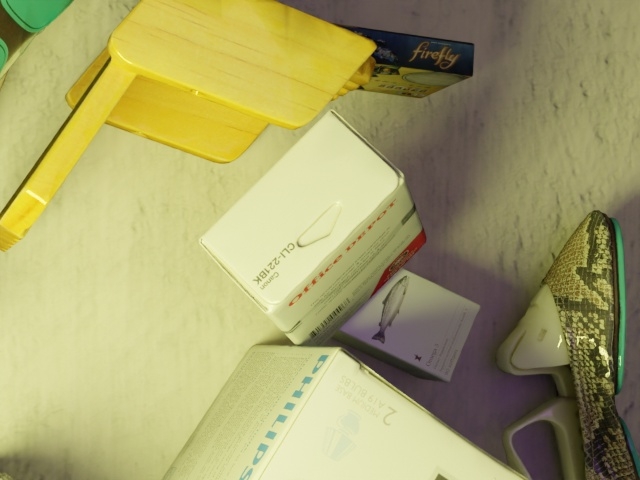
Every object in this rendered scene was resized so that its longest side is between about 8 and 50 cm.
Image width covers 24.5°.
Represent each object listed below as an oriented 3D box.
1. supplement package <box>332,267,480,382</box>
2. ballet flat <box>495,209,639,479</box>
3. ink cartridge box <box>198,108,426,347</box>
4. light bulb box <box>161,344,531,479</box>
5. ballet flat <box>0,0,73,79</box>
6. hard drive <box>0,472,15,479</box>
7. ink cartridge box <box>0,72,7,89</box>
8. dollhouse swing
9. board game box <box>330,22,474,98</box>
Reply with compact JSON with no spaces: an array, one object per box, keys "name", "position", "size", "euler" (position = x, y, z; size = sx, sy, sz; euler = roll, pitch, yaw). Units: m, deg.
[{"name":"supplement package","position":[0.082,0.089,1.785],"size":[0.179,0.105,0.105],"euler":[25,82,-14]},{"name":"ballet flat","position":[0.312,0.210,1.835],"size":[0.182,0.164,0.483],"euler":[-8,91,-2]},{"name":"ink cartridge box","position":[0.000,0.000,1.588],"size":[0.197,0.273,0.114],"euler":[-45,75,-4]},{"name":"light bulb box","position":[0.049,0.298,1.628],"size":[0.358,0.361,0.225],"euler":[35,77,-13]},{"name":"ballet flat","position":[-0.372,-0.244,1.568],"size":[0.147,0.147,0.409],"euler":[36,76,-12]},{"name":"hard drive","position":[-0.246,0.370,1.596],"size":[0.339,0.237,0.064],"euler":[42,75,-10]},{"name":"ink cartridge box","position":[-0.441,-0.223,1.653],"size":[0.193,0.088,0.235],"euler":[22,81,-16]},{"name":"dollhouse swing","position":[-0.158,-0.094,1.595],"size":[0.315,0.347,0.305],"euler":[20,80,-15]},{"name":"board game box","position":[0.039,-0.217,1.762],"size":[0.243,0.165,0.042],"euler":[6,84,-18]}]
